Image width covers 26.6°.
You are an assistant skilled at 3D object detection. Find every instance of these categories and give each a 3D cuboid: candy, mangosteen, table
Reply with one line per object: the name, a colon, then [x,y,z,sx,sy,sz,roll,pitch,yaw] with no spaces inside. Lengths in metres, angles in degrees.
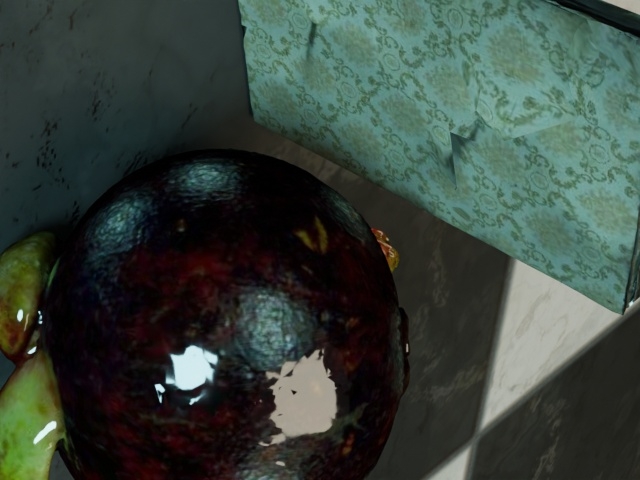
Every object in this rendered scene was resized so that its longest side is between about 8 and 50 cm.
candy: [0.000,0.000,1.163,0.201,0.060,0.060,26,95,-52]
mangosteen: [-0.082,0.074,0.907,0.288,0.288,0.288,-36,143,-34]
table: [0.154,-0.171,0.944,0.272,0.335,0.222,-39,144,-31]
